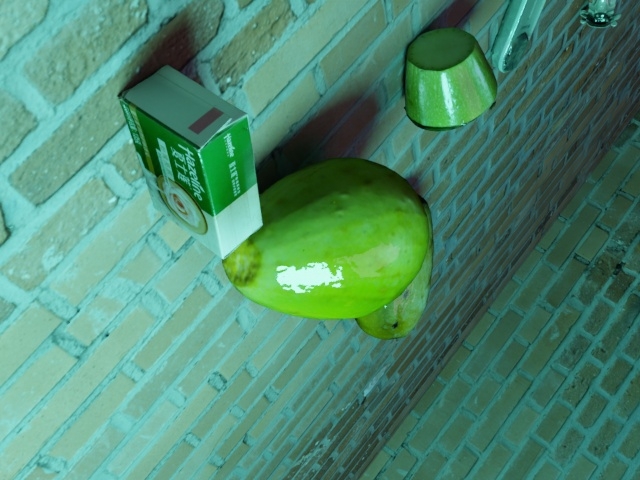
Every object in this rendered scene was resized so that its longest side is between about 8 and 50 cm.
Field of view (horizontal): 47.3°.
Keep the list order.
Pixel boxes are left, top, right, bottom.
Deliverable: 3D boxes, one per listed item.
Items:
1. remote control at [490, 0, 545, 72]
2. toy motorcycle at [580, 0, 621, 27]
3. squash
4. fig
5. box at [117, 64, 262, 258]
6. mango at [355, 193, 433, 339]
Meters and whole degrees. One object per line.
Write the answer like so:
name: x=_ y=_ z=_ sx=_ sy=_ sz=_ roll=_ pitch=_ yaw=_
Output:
remote control: x=0.425 y=-0.473 z=1.537 sx=0.104 sy=0.052 sz=0.247 roll=-26 pitch=142 yaw=-46
toy motorcycle: x=0.712 y=-0.622 z=1.834 sx=0.221 sy=0.102 sz=0.150 roll=44 pitch=60 yaw=-68
squash: x=0.222 y=-0.287 z=1.280 sx=0.170 sy=0.170 sz=0.123 roll=-46 pitch=142 yaw=-21
fig: x=0.000 y=0.000 z=1.128 sx=0.326 sy=0.258 sz=0.258 roll=-10 pitch=132 yaw=-33
box: x=-0.148 y=-0.090 z=0.870 sx=0.081 sy=0.135 sz=0.199 roll=-43 pitch=151 yaw=-25
mango: x=0.160 y=0.056 z=1.590 sx=0.176 sy=0.176 sz=0.329 roll=-116 pitch=-144 yaw=-84
